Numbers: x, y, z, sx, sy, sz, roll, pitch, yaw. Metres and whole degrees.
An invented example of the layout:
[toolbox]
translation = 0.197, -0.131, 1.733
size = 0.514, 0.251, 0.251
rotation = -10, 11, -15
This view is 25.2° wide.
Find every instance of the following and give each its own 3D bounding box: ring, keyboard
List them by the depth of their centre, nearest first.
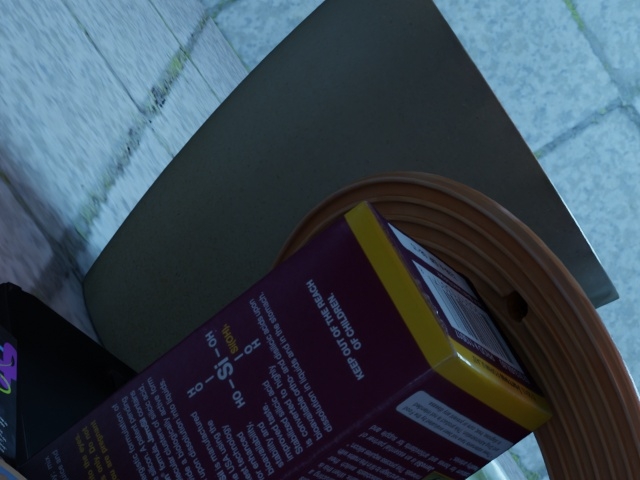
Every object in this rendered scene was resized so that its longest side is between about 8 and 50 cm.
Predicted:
[keyboard]
translation = -0.077, 0.163, 0.660
size = 0.201, 0.033, 0.317
rotation = 43, 15, -37
[ring]
translation = 0.053, 0.134, 0.692
size = 0.032, 0.336, 0.336
rotation = -6, 51, -32

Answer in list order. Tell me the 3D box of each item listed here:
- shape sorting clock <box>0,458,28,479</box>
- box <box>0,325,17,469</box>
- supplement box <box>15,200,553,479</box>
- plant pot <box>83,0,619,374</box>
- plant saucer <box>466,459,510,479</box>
[shape sorting clock]
translation = -0.104, 0.143, 0.439
size = 0.206, 0.040, 0.206
rotation = 54, 16, -23
[box]
translation = -0.165, 0.051, 0.565
size = 0.116, 0.029, 0.162
rotation = 54, 9, -29
[supplement box]
translation = -0.015, 0.083, 0.586
size = 0.104, 0.188, 0.081
rotation = 35, 22, -54
[plant pot]
translation = 0.000, 0.000, 0.891
size = 0.256, 0.274, 0.256
rotation = 56, 7, -10
[plant saucer]
translation = 0.130, 0.277, 1.237
size = 0.400, 0.100, 0.400
rotation = 56, 7, -11
